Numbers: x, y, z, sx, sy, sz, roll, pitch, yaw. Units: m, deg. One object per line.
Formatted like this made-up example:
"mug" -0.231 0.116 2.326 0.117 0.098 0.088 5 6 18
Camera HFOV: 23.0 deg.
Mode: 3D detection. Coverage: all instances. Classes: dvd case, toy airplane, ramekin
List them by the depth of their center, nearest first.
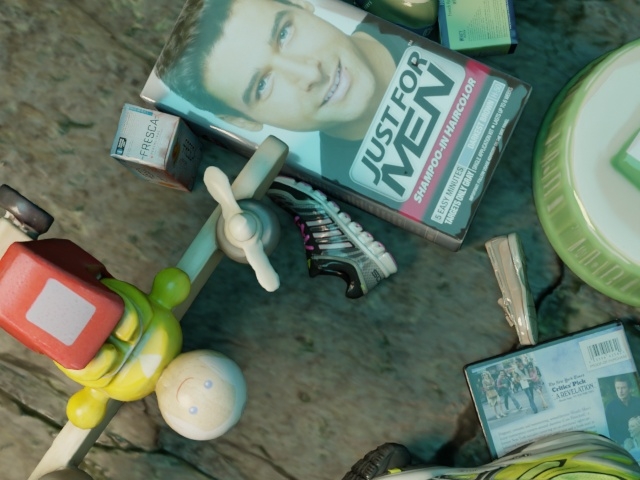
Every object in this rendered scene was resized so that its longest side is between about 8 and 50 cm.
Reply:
"toy airplane" -0.177 0.113 1.550 0.272 0.384 0.386 32 130 26
"ramekin" 0.380 -0.079 1.656 0.303 0.148 0.303 0 84 2
"dvd case" 0.275 0.230 1.693 0.180 0.022 0.253 -17 84 1

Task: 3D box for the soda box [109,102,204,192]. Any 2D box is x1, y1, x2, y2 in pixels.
"soda box" -0.170 -0.096 1.661 0.063 0.183 0.058 15 85 5

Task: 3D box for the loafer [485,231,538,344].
"loafer" 0.208 0.055 1.707 0.039 0.045 0.125 -12 77 18

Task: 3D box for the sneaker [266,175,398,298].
"sneaker" 0.000 0.000 1.705 0.170 0.063 0.075 40 81 1

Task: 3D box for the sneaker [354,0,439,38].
"sneaker" 0.051 -0.276 1.729 0.192 0.086 0.064 30 54 31

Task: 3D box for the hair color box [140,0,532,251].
"hair color box" 0.017 -0.150 1.695 0.374 0.113 0.185 24 86 5

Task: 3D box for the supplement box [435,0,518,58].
"supplement box" 0.169 -0.246 1.727 0.083 0.056 0.083 -7 84 1

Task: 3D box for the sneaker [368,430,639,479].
"sneaker" 0.158 0.290 1.562 0.385 0.147 0.145 -20 102 -12

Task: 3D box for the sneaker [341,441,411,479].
"sneaker" 0.051 0.354 1.660 0.130 0.109 0.286 19 92 -6
